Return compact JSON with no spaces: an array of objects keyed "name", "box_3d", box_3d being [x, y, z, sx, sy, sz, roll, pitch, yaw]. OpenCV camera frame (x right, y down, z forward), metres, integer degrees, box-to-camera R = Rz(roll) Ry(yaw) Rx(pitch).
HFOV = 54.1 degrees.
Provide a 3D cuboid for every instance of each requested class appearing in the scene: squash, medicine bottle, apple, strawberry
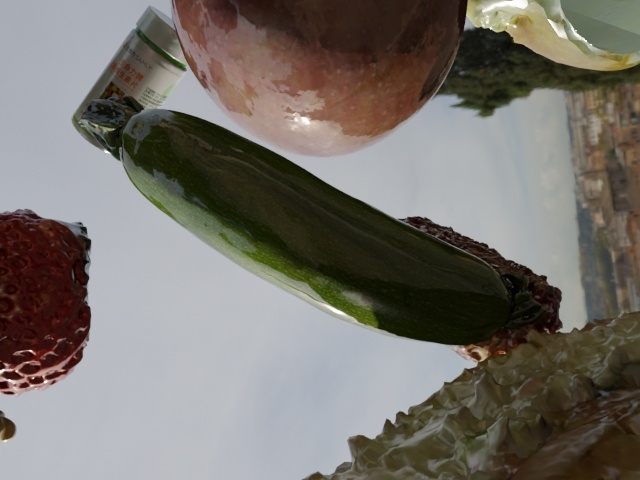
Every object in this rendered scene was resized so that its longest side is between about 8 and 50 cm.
[{"name":"squash","box_3d":[0.000,0.000,0.374,0.071,0.318,0.080,-64,8,6]},{"name":"medicine bottle","box_3d":[-0.241,-0.205,0.821,0.086,0.183,0.086,37,-167,-10]},{"name":"apple","box_3d":[-0.002,-0.233,0.591,0.235,0.305,0.306,78,-174,-89]},{"name":"strawberry","box_3d":[-0.499,0.087,0.931,0.309,0.291,0.292,-2,-97,-26]}]

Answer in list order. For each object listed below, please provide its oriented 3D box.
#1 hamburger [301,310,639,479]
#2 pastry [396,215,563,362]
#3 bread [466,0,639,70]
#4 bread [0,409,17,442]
[{"name":"hamburger","box_3d":[0.159,0.212,0.339,0.445,0.268,0.287,-20,-88,-33]},{"name":"pastry","box_3d":[0.127,0.045,0.587,0.115,0.208,0.097,21,-79,-32]},{"name":"bread","box_3d":[0.341,-0.401,0.883,0.239,0.394,0.264,110,166,-47]},{"name":"bread","box_3d":[-0.497,0.279,0.770,0.225,0.134,0.081,-41,-42,-57]}]
